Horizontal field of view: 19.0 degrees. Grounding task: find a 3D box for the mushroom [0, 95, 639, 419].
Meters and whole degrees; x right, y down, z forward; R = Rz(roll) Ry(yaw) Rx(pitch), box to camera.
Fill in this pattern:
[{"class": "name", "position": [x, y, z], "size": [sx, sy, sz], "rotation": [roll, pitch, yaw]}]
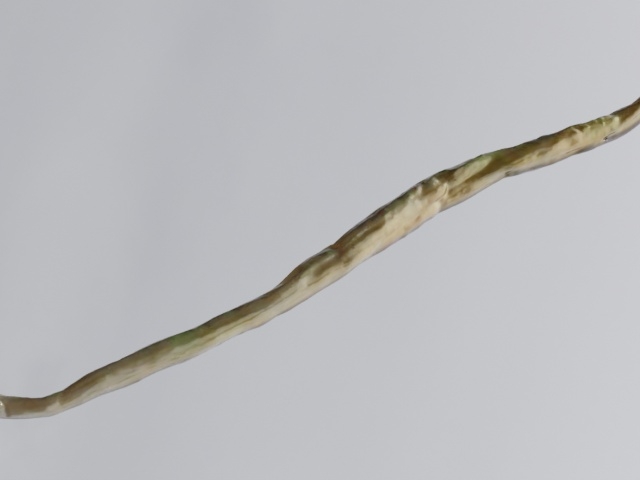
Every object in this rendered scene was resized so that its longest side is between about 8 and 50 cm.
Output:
[{"class": "mushroom", "position": [0.003, 0.006, 0.628], "size": [0.028, 0.286, 0.026], "rotation": [65, -21, 7]}]
